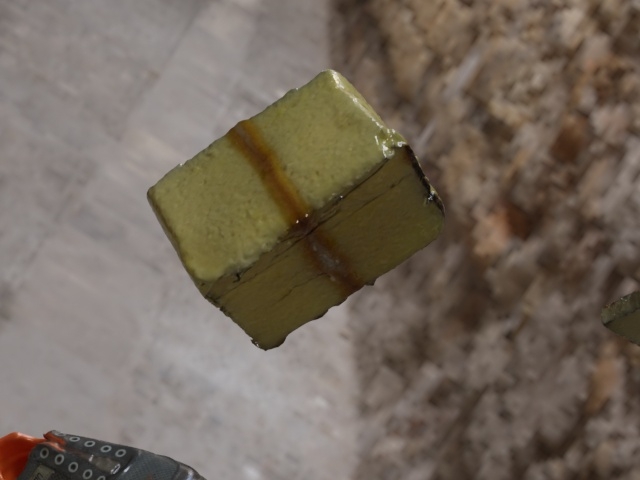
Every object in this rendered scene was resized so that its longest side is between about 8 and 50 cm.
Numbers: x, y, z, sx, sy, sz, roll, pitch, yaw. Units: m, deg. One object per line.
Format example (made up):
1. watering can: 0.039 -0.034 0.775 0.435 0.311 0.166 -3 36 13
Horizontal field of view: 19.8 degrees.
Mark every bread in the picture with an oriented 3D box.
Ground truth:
1. bread: 0.374 0.096 2.008 0.153 0.068 0.028 28 46 -40
2. bread: 0.000 0.000 1.909 0.236 0.263 0.198 54 4 -35

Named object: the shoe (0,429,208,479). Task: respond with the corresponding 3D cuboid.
1. shoe: -0.158 0.164 1.235 0.194 0.074 0.077 -9 -59 45
